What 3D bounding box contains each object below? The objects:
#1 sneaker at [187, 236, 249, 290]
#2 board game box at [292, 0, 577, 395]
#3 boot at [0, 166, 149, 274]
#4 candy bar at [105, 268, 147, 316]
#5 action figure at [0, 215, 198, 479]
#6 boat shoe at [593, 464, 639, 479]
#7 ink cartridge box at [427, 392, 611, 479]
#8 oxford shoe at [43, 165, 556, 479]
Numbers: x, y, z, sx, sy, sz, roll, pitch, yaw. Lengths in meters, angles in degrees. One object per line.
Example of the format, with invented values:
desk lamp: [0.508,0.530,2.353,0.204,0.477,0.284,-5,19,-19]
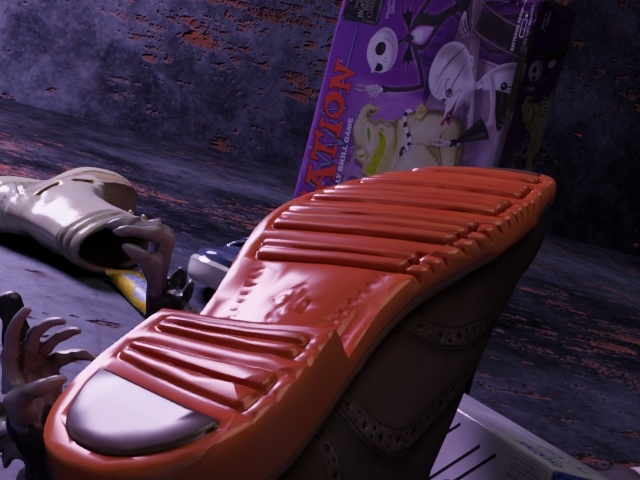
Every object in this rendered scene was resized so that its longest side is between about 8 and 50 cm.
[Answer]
sneaker: [0.000,0.000,1.228,0.131,0.148,0.350,23,11,36]
board game box: [0.063,-0.031,0.881,0.056,0.346,0.208,6,13,-39]
boot: [-0.232,-0.020,1.175,0.165,0.077,0.213,20,15,30]
candy bar: [-0.158,0.054,1.029,0.040,0.018,0.161,11,9,-30]
action figure: [-0.129,0.069,0.581,0.276,0.140,0.164,16,23,3]
boat shoe: [0.167,0.189,0.521,0.096,0.112,0.335,-3,6,-7]
ink cartridge box: [0.066,0.135,0.612,0.046,0.097,0.207,18,3,-27]
oxford shoe: [0.016,0.062,0.562,0.130,0.132,0.364,8,29,37]
